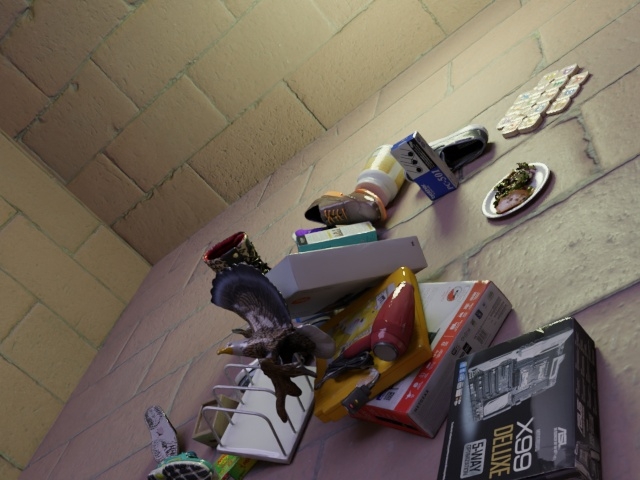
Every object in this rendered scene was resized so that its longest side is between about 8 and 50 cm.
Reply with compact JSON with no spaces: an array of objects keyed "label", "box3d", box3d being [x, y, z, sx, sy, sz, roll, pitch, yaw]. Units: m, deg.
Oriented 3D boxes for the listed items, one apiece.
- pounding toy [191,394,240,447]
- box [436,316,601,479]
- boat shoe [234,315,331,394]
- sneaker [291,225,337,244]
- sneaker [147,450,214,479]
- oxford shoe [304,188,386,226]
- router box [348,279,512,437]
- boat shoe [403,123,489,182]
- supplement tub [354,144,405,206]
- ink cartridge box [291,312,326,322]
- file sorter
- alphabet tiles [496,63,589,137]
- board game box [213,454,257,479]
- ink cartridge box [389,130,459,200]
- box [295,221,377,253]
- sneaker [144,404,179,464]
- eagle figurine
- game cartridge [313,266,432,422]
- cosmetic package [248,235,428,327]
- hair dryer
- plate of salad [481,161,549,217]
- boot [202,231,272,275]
[{"label":"pounding toy","box3d":[-0.285,0.505,1.943,0.141,0.100,0.130,-30,37,43]},{"label":"box","box3d":[0.322,0.289,1.128,0.243,0.076,0.307,-30,23,36]},{"label":"boat shoe","box3d":[-0.084,0.332,1.916,0.320,0.116,0.099,-36,63,-2]},{"label":"sneaker","box3d":[0.001,0.001,2.434,0.146,0.102,0.293,-38,21,-5]},{"label":"sneaker","box3d":[-0.370,0.610,1.864,0.275,0.107,0.110,-24,18,46]},{"label":"oxford shoe","box3d":[0.081,-0.089,2.315,0.133,0.129,0.364,-30,16,-28]},{"label":"router box","box3d":[0.205,0.239,1.478,0.335,0.082,0.301,-52,20,-23]},{"label":"boat shoe","box3d":[0.385,-0.253,2.159,0.301,0.108,0.102,-24,24,29]},{"label":"supplement tub","box3d":[0.212,-0.216,2.365,0.144,0.144,0.199,-22,28,49]},{"label":"ink cartridge box","box3d":[-0.030,0.171,1.994,0.148,0.085,0.203,-21,2,-18]},{"label":"file sorter","box3d":[-0.136,0.363,1.679,0.193,0.173,0.277,-1,39,25]},{"label":"alphabet tiles","box3d":[0.654,-0.417,2.067,0.284,0.021,0.278,-50,20,-20]},{"label":"board game box","box3d":[-0.183,0.523,1.739,0.181,0.043,0.092,-47,18,-10]},{"label":"ink cartridge box","box3d":[0.310,-0.219,2.062,0.097,0.207,0.046,-29,23,40]},{"label":"box","box3d":[0.050,0.005,2.169,0.245,0.060,0.100,-12,19,-4]},{"label":"sneaker","box3d":[-0.460,0.612,2.103,0.083,0.118,0.222,-26,46,-6]},{"label":"eagle figurine","box3d":[-0.122,0.203,1.513,0.226,0.225,0.298,-59,28,23]},{"label":"game cartridge","box3d":[0.103,0.222,1.517,0.285,0.052,0.323,-38,18,17]},{"label":"cosmetic package","box3d":[0.031,0.101,1.708,0.378,0.097,0.284,-8,-21,-32]},{"label":"hair dryer","box3d":[0.095,0.198,1.399,0.293,0.080,0.224,-48,20,-9]},{"label":"plate of salad","box3d":[0.487,-0.135,1.759,0.200,0.048,0.199,-39,18,16]},{"label":"boot","box3d":[-0.175,0.100,2.228,0.378,0.284,0.138,-18,31,35]}]
